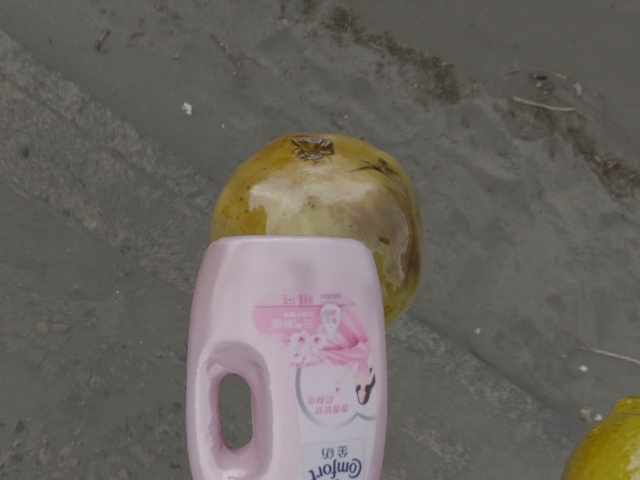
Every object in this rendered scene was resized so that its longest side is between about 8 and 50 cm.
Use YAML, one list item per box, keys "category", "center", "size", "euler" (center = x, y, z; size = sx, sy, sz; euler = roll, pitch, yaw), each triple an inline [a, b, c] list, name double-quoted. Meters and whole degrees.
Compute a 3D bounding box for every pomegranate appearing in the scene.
- category: "pomegranate"
  center: [0.000, 0.000, 0.988]
  size: [0.333, 0.332, 0.332]
  euler: [1, 85, -17]

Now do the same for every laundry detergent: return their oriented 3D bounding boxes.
- category: "laundry detergent"
  center: [-0.026, 0.166, 0.506]
  size: [0.159, 0.088, 0.335]
  euler: [2, 82, -8]

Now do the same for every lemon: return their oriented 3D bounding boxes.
- category: "lemon"
  center: [0.320, 0.269, 0.614]
  size: [0.187, 0.187, 0.244]
  euler: [1, 72, -17]
